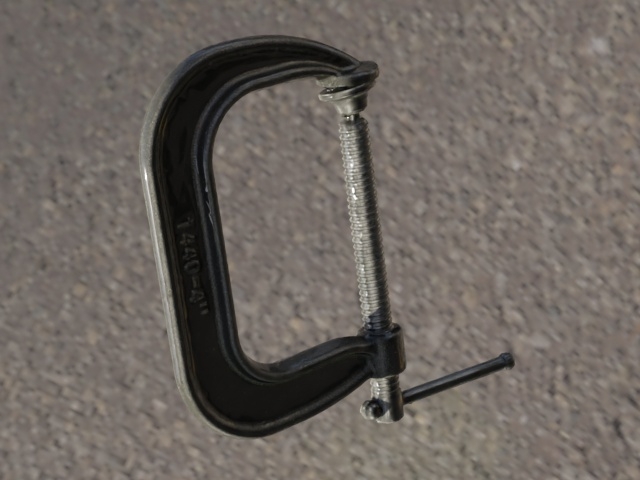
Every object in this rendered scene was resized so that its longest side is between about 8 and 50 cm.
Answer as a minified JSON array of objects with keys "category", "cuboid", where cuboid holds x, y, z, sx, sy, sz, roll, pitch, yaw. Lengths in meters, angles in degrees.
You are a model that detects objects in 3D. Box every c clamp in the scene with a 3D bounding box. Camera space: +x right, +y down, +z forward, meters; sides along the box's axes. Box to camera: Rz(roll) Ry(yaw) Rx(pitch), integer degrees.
[{"category":"c clamp","cuboid":[0.000,0.000,0.555,0.137,0.161,0.022,-25,25,-28]}]
